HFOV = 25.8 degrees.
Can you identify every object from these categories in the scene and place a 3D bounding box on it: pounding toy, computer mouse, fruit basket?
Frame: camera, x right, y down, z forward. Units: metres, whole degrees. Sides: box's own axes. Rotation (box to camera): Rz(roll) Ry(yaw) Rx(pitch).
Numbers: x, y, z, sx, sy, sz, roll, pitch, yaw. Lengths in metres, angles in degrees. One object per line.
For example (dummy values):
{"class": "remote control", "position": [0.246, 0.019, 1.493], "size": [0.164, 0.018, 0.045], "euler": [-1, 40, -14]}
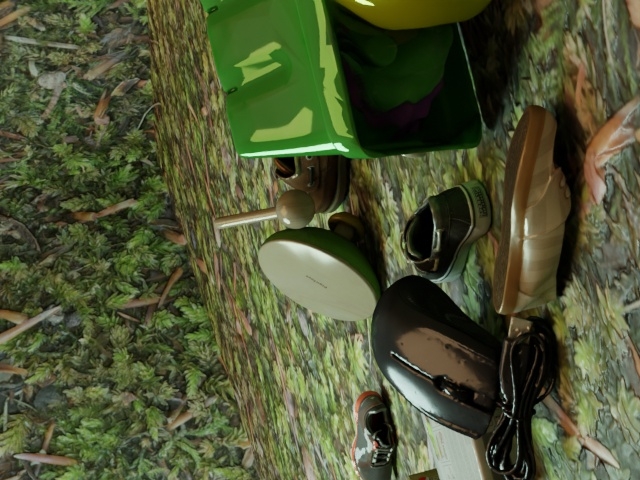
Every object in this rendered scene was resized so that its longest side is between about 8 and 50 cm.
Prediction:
{"class": "pounding toy", "position": [0.000, 0.000, 1.937], "size": [0.183, 0.110, 0.237], "euler": [-9, 134, 49]}
{"class": "computer mouse", "position": [0.126, 0.124, 1.452], "size": [0.272, 0.072, 0.188], "euler": [35, 128, 50]}
{"class": "fruit basket", "position": [0.063, -0.261, 1.280], "size": [0.392, 0.283, 0.392], "euler": [4, 98, 33]}

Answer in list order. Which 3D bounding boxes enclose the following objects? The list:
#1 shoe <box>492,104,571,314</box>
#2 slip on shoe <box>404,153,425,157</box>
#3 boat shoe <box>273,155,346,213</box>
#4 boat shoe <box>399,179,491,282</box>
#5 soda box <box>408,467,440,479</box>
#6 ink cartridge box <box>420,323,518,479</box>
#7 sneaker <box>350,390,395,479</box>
{"class": "shoe", "position": [0.195, -0.026, 1.253], "size": [0.076, 0.058, 0.219], "euler": [-87, -1, -52]}
{"class": "slip on shoe", "position": [0.089, -0.148, 1.588], "size": [0.135, 0.051, 0.041], "euler": [-108, 24, -45]}
{"class": "boat shoe", "position": [-0.020, -0.126, 1.934], "size": [0.307, 0.104, 0.111], "euler": [101, 152, -61]}
{"class": "boat shoe", "position": [0.122, -0.006, 1.523], "size": [0.219, 0.070, 0.078], "euler": [110, 145, -67]}
{"class": "soda box", "position": [0.154, 0.380, 1.789], "size": [0.058, 0.061, 0.181], "euler": [-125, 25, -57]}
{"class": "ink cartridge box", "position": [0.166, 0.206, 1.608], "size": [0.232, 0.066, 0.189], "euler": [103, 152, -79]}
{"class": "sneaker", "position": [0.081, 0.301, 2.037], "size": [0.065, 0.061, 0.158], "euler": [-148, 45, -63]}
